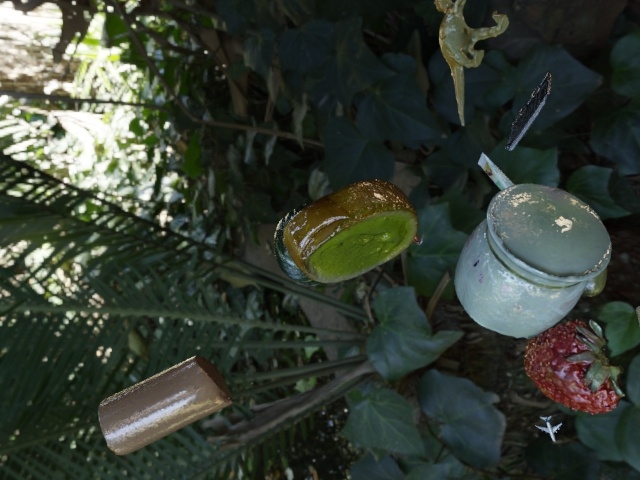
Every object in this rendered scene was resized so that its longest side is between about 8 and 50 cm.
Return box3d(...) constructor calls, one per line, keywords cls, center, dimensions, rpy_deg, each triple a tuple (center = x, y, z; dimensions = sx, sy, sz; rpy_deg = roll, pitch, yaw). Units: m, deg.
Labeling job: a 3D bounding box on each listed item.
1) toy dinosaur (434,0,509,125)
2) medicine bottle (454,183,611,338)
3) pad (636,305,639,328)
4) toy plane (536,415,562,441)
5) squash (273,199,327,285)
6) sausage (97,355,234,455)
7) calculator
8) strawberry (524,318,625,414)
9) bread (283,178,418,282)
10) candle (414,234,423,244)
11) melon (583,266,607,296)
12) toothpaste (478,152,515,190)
box3d(cls="toy dinosaur", center=(0.174, -0.249, 0.703), dimensions=(0.126, 0.039, 0.162), rpy_deg=(45, 126, 47))
box3d(cls="medicine bottle", center=(0.248, 0.024, 0.643), dimensions=(0.143, 0.147, 0.147), rpy_deg=(99, 152, -50))
box3d(cls="pad", center=(0.840, 0.213, 1.295), dimensions=(0.003, 0.112, 0.157), rpy_deg=(-67, -43, -62))
box3d(cls="toy plane", center=(0.698, 0.572, 1.620), dimensions=(0.077, 0.024, 0.085), rpy_deg=(-20, 100, 31))
box3d(cls="squash", center=(0.001, 0.005, 1.204), dimensions=(0.172, 0.218, 0.218), rpy_deg=(-127, 39, -56))
box3d(cls="sausage", center=(-0.310, 0.327, 1.078), dimensions=(0.123, 0.252, 0.123), rpy_deg=(-26, -90, -90))
box3d(cls="calculator", center=(0.744, -0.455, 1.903), dimensions=(0.274, 0.028, 0.166), rpy_deg=(110, -176, -54))
box3d(cls="strawberry", center=(0.615, 0.348, 1.378), dimensions=(0.306, 0.137, 0.234), rpy_deg=(-54, 51, 57))
box3d(cls="bread", center=(0.054, -0.009, 0.894), dimensions=(0.070, 0.235, 0.236), rpy_deg=(65, 148, 26))
box3d(cls="candle", center=(0.241, -0.053, 1.473), dimensions=(0.048, 0.162, 0.053), rpy_deg=(-22, 29, 26))
box3d(cls="melon", center=(0.744, 0.078, 1.483), dimensions=(0.099, 0.099, 0.162), rpy_deg=(133, 143, -57))
box3d(cls="toothpaste", center=(0.688, -0.193, 1.945), dimensions=(0.314, 0.056, 0.058), rpy_deg=(53, 126, 21))
